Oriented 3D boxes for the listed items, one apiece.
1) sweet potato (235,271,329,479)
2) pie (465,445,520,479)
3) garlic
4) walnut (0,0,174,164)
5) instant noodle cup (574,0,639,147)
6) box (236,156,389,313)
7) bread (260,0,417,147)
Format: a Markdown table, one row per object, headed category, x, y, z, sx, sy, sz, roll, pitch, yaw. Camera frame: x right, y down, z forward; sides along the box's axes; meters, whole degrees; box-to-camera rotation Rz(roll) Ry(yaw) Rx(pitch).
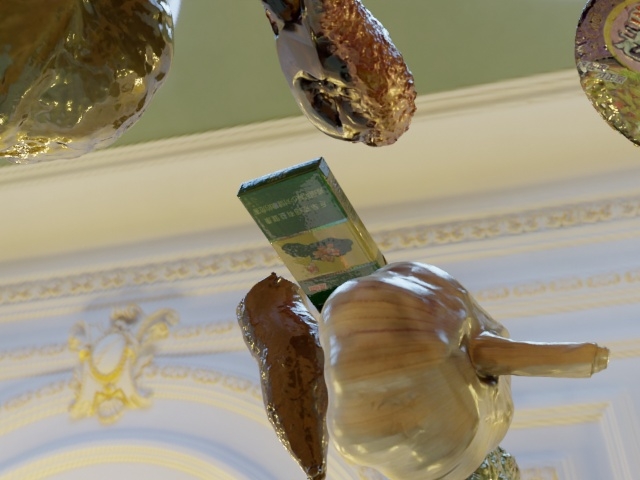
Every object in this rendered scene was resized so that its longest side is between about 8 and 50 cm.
| category | x | y | z | sx | sy | sz | roll | pitch | yaw |
| --- | --- | --- | --- | --- | --- | --- | --- | --- | --- |
| sweet potato | -0.032 | 0.208 | 1.224 | 0.131 | 0.131 | 0.336 | -21 | -128 | -4 |
| pie | 0.207 | 0.386 | 0.970 | 0.105 | 0.274 | 0.257 | -9 | -165 | 33 |
| garlic | 0.118 | 0.100 | 0.652 | 0.226 | 0.199 | 0.199 | -18 | -143 | 41 |
| walnut | -0.271 | -0.196 | 0.793 | 0.283 | 0.227 | 0.283 | -42 | -147 | 36 |
| instant noodle cup | 0.586 | -0.316 | 1.190 | 0.340 | 0.340 | 0.266 | 24 | -124 | 33 |
| box | 0.000 | 0.000 | 1.109 | 0.132 | 0.235 | 0.034 | -17 | -146 | 27 |
| bread | 0.013 | -0.178 | 0.732 | 0.139 | 0.269 | 0.095 | 23 | -115 | 37 |
